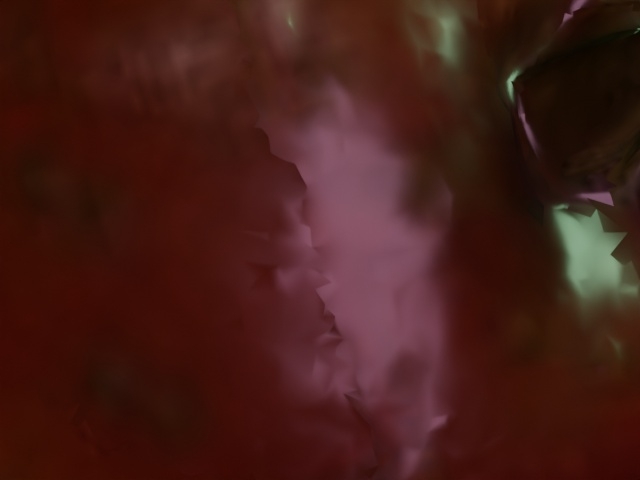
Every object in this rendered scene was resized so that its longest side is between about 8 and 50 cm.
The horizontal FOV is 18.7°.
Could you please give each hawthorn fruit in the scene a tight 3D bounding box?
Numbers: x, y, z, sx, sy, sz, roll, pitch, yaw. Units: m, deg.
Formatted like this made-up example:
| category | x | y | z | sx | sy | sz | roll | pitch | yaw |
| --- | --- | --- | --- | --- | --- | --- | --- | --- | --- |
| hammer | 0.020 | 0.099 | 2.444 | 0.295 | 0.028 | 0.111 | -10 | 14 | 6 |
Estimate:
| category | x | y | z | sx | sy | sz | roll | pitch | yaw |
| --- | --- | --- | --- | --- | --- | --- | --- | --- | --- |
| hawthorn fruit | 0.000 | 0.000 | 0.618 | 0.402 | 0.403 | 0.403 | 0 | 90 | -12 |
